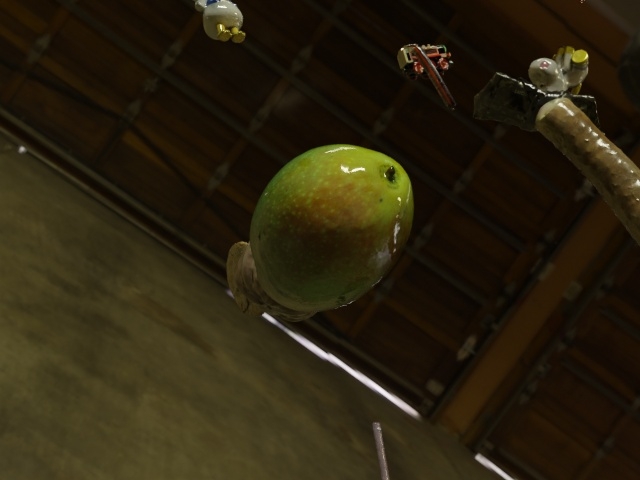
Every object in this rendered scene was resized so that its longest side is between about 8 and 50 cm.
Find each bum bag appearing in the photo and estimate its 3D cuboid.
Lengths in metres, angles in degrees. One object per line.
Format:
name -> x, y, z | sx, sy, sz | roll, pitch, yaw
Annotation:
bum bag -> 0.420, -0.257, 1.553 | 0.248, 0.069, 0.102 | 15, -34, 14

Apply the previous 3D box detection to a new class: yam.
yam -> 0.444, -0.072, 1.169 | 0.356, 0.081, 0.081 | 53, 8, 18

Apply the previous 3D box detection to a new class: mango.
mango -> 0.000, 0.000, 1.181 | 0.201, 0.225, 0.382 | 65, -28, 17

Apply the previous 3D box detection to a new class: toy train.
toy train -> 0.263, -0.452, 2.001 | 0.050, 0.138, 0.087 | 143, -66, -70

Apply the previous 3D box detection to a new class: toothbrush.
toothbrush -> 0.164, 0.603, 1.868 | 0.024, 0.029, 0.354 | 13, 61, -46

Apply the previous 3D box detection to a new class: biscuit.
biscuit -> -0.198, 0.107, 2.162 | 0.033, 0.219, 0.220 | -13, 34, -33

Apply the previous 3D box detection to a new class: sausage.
sausage -> 0.270, -0.390, 1.904 | 0.198, 0.025, 0.028 | 62, -29, 15

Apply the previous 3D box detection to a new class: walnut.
walnut -> -0.069, 0.063, 1.838 | 0.248, 0.248, 0.248 | 35, 2, -1

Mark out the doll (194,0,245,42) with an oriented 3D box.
doll -> -0.271, -0.608, 2.034 | 0.138, 0.119, 0.293 | 4, 46, -38

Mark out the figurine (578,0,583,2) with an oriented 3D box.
figurine -> 0.468, -0.619, 1.715 | 0.226, 0.183, 0.160 | 12, 27, 22

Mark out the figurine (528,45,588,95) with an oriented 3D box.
figurine -> 0.514, -0.344, 1.748 | 0.109, 0.178, 0.129 | 12, -53, 51
